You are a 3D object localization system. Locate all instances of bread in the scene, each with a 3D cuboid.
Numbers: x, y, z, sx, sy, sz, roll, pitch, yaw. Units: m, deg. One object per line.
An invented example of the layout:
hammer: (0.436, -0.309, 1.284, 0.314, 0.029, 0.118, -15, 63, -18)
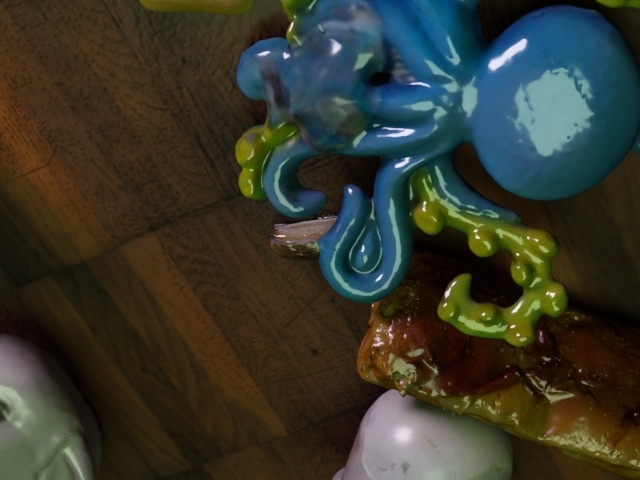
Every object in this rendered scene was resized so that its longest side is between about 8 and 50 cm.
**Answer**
bread: (0.167, 0.106, 1.114, 0.271, 0.139, 0.077, 22, 147, -8)

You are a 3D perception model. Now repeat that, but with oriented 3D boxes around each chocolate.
chocolate: (0.103, 0.199, 1.171, 0.221, 0.221, 0.147, 18, 102, -7)

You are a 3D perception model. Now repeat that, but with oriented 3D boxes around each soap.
soap: (-0.095, -0.187, 1.016, 0.089, 0.012, 0.034, 2, 124, 3)

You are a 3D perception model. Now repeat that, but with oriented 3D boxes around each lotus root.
lotus root: (0.001, 0.002, 1.119, 0.083, 0.037, 0.030, -8, 126, 10)

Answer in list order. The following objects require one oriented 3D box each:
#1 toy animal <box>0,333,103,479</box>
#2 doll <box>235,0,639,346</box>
toy animal: (-0.318, 0.250, 1.236, 0.258, 0.194, 0.357, 33, 113, -5)
doll: (0.104, -0.103, 1.013, 0.341, 0.099, 0.346, 13, 110, 9)
